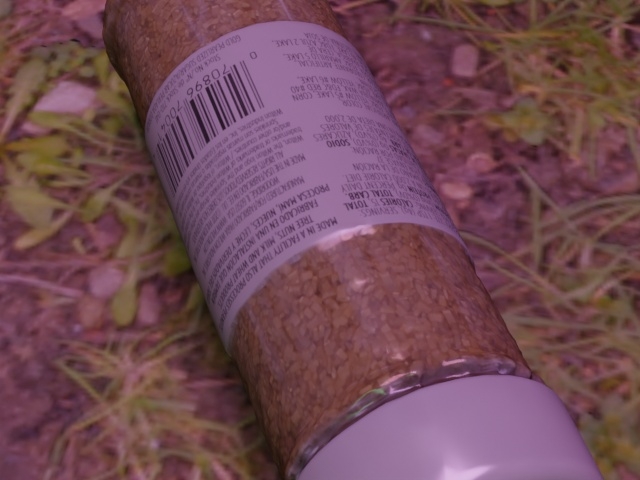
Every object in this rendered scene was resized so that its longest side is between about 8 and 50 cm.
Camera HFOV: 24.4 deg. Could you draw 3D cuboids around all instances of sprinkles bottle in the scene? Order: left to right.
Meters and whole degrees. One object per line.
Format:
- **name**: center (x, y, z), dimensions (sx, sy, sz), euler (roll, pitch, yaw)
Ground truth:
- **sprinkles bottle**: center (0.000, 0.000, 0.673), dimensions (0.121, 0.121, 0.355), euler (-13, 50, -15)
